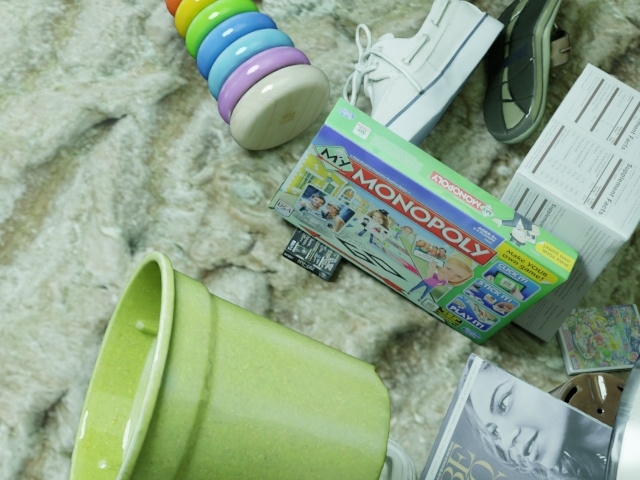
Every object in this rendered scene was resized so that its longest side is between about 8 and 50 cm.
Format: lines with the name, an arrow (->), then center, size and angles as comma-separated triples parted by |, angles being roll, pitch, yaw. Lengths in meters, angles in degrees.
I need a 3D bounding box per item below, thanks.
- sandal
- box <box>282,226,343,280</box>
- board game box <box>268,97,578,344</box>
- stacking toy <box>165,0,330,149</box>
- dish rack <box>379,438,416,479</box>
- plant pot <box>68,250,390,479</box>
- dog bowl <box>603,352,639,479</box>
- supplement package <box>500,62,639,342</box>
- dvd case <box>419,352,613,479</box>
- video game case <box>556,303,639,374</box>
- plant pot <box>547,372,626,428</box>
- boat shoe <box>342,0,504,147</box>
sandal -> 0.297, -0.250, 1.620 | 0.086, 0.120, 0.302 | 31, 59, -27
box -> 0.000, 0.000, 1.439 | 0.067, 0.018, 0.083 | 29, 59, 0
board game box -> 0.111, -0.014, 1.349 | 0.317, 0.213, 0.046 | 33, 59, -3
stacking toy -> -0.128, -0.279, 1.490 | 0.141, 0.141, 0.330 | -25, 68, -26
dish rack -> -0.052, 0.313, 1.230 | 0.333, 0.072, 0.285 | 11, 61, -9
plant pot -> -0.082, 0.177, 1.124 | 0.254, 0.276, 0.276 | 18, 59, -20
dog bowl -> 0.446, 0.285, 1.207 | 0.408, 0.150, 0.407 | 3, 86, -51
supplement package -> 0.301, -0.040, 1.400 | 0.145, 0.262, 0.204 | 33, 59, 8
dvd case -> 0.211, 0.238, 1.243 | 0.018, 0.221, 0.164 | 17, 97, -41
video game case -> 0.362, 0.126, 1.482 | 0.122, 0.011, 0.087 | -2, 63, -18
plant pot -> 0.287, 0.236, 1.313 | 0.167, 0.165, 0.166 | 6, 62, -12
boat shoe -> 0.100, -0.218, 1.518 | 0.156, 0.136, 0.367 | 35, 57, 3
